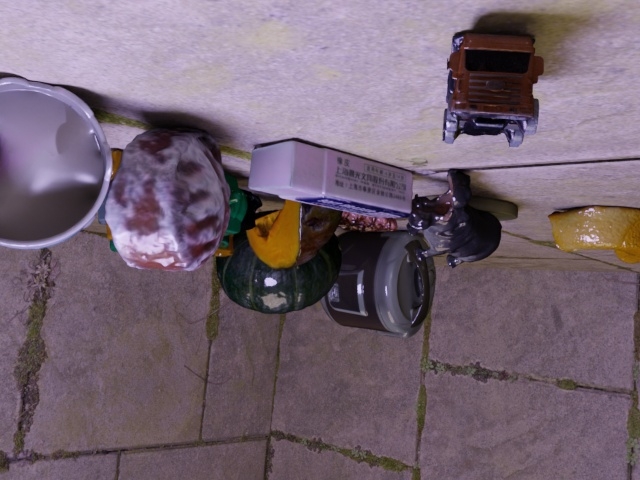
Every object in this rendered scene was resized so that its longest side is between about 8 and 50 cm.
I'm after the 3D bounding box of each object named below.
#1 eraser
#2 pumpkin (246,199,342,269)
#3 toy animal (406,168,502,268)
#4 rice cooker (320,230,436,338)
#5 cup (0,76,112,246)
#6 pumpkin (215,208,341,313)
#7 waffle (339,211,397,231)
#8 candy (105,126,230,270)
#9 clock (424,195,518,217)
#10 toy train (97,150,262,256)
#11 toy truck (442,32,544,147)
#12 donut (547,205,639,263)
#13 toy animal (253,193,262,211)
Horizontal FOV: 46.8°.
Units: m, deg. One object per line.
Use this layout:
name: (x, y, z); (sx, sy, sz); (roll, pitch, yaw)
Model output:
eraser: (0.024, -0.100, 1.287); (0.287, 0.086, 0.130); (9, 174, -40)
pumpkin: (-0.021, -0.026, 1.550); (0.169, 0.148, 0.312); (-11, 175, -30)
toy animal: (0.249, -0.028, 1.436); (0.168, 0.106, 0.343); (-22, 158, 18)
rice cooker: (0.189, 0.133, 2.317); (0.325, 0.335, 0.335); (3, 175, 35)
cup: (-0.445, -0.115, 1.054); (0.289, 0.219, 0.257); (38, 165, -14)
pumpkin: (-0.097, 0.053, 1.760); (0.300, 0.207, 0.300); (-3, -151, 2)
waffle: (0.081, -0.058, 1.868); (0.221, 0.056, 0.234); (4, 171, 41)
candy: (-0.220, -0.063, 1.136); (0.157, 0.214, 0.289); (1, -162, 7)
clock: (0.323, -0.070, 1.657); (0.234, 0.029, 0.235); (5, 176, 0)
toy train: (-0.270, -0.073, 1.481); (0.249, 0.178, 0.429); (-12, 168, 29)
toy truck: (0.162, -0.143, 0.719); (0.083, 0.092, 0.192); (5, -177, 8)
donut: (0.634, -0.021, 1.579); (0.259, 0.101, 0.152); (10, 168, -14)
toy animal: (-0.182, -0.081, 1.774); (0.083, 0.081, 0.060); (26, 173, -15)
